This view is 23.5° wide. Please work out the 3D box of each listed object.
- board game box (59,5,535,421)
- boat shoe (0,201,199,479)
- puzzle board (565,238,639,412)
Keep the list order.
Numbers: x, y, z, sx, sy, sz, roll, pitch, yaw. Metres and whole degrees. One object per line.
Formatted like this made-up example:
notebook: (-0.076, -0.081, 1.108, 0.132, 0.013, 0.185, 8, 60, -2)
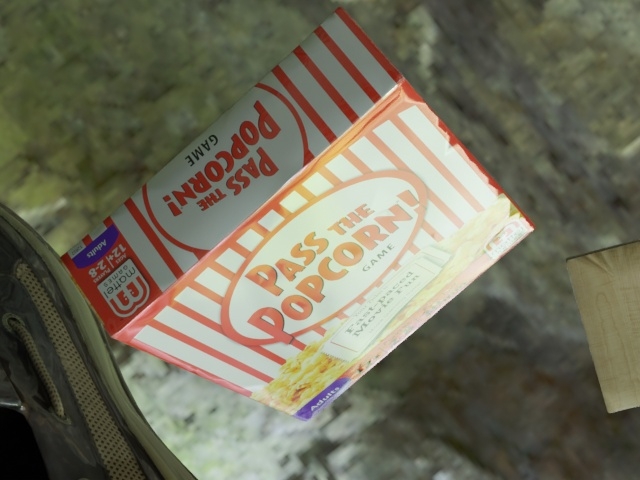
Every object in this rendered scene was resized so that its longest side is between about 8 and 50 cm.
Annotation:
board game box: (0.000, 0.000, 0.653, 0.045, 0.147, 0.193, 52, 8, 27)
boat shoe: (-0.166, 0.078, 0.716, 0.355, 0.132, 0.130, 44, 11, 19)
puzzle board: (0.241, 0.058, 1.123, 0.011, 0.096, 0.128, -77, 150, -69)
